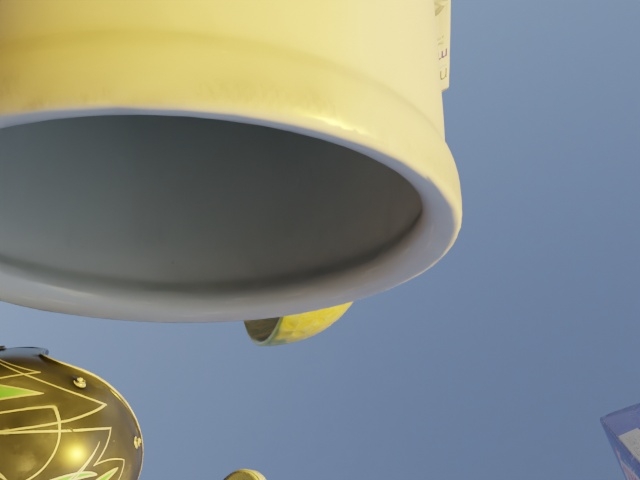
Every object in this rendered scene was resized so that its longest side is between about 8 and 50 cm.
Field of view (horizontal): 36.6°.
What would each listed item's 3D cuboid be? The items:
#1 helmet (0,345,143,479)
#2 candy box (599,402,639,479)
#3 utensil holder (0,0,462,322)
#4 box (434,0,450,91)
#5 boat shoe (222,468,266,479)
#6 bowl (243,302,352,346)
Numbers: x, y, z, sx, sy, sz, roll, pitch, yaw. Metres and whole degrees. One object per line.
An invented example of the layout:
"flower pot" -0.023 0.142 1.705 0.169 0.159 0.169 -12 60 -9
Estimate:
"helmet" -0.215 0.157 0.670 0.169 0.169 0.161 -49 -147 -19
"candy box" 0.349 0.283 0.742 0.122 0.317 0.268 -25 178 8
"utensil holder" -0.085 -0.176 0.609 0.327 0.327 0.386 -12 -114 28
"box" 0.022 -0.300 1.118 0.126 0.231 0.262 -31 -131 -25
"boat shoe" -0.145 0.360 1.131 0.226 0.076 0.083 -35 -120 -2
"bowl" 0.000 0.000 1.284 0.155 0.290 0.289 5 -149 -20
